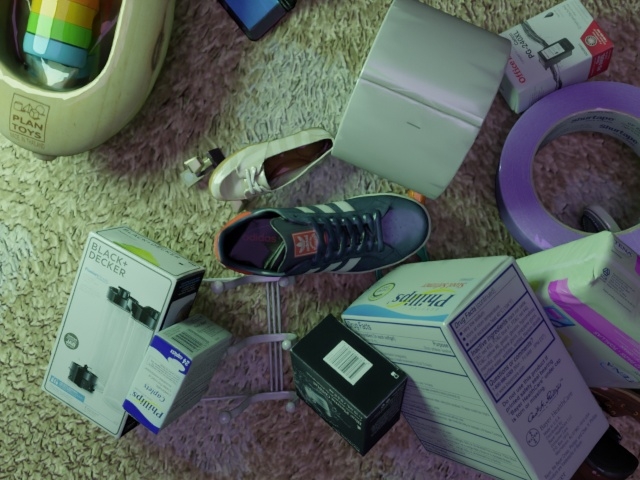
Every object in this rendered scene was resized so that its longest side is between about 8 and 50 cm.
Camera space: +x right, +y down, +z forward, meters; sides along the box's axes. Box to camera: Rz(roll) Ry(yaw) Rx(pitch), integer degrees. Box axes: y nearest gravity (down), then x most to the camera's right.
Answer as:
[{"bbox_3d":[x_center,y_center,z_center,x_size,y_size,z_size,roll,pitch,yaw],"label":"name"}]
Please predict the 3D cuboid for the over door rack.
[{"bbox_3d":[-0.201,0.177,0.962,0.324,0.108,0.239,-1,97,4],"label":"over door rack"}]

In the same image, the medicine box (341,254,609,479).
[{"bbox_3d":[0.210,0.184,0.826,0.149,0.263,0.289,-36,101,-24],"label":"medicine box"}]

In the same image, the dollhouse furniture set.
[{"bbox_3d":[-0.188,-0.079,0.947,0.081,0.091,0.114,-30,98,23],"label":"dollhouse furniture set"}]

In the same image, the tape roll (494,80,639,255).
[{"bbox_3d":[0.406,-0.091,0.851,0.275,0.090,0.275,-2,81,13],"label":"tape roll"}]

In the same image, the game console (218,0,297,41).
[{"bbox_3d":[-0.109,-0.413,0.891,0.085,0.124,0.144,-41,94,-19],"label":"game console"}]

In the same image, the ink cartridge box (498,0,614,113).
[{"bbox_3d":[0.341,-0.280,0.865,0.150,0.063,0.109,-26,67,7],"label":"ink cartridge box"}]

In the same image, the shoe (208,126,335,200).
[{"bbox_3d":[-0.075,-0.122,0.906,0.219,0.058,0.076,-27,119,-9],"label":"shoe"}]

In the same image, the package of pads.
[{"bbox_3d":[0.373,0.115,0.815,0.229,0.296,0.101,37,69,-8],"label":"package of pads"}]

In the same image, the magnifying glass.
[{"bbox_3d":[0.150,-0.013,0.953,0.092,0.026,0.231,11,97,3],"label":"magnifying glass"}]

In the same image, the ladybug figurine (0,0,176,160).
[{"bbox_3d":[-0.371,-0.341,0.869,0.305,0.162,0.449,21,102,-4],"label":"ladybug figurine"}]

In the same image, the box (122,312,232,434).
[{"bbox_3d":[-0.213,0.195,0.855,0.072,0.126,0.137,31,105,12],"label":"box"}]

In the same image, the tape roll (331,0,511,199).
[{"bbox_3d":[0.139,-0.201,0.819,0.169,0.246,0.246,23,99,0],"label":"tape roll"}]

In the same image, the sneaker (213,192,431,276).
[{"bbox_3d":[0.000,0.000,0.891,0.350,0.148,0.131,-9,91,8],"label":"sneaker"}]

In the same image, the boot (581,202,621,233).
[{"bbox_3d":[0.447,0.041,0.915,0.086,0.069,0.190,-28,95,1],"label":"boot"}]

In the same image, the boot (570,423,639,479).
[{"bbox_3d":[0.358,0.408,0.884,0.096,0.264,0.280,33,98,15],"label":"boot"}]

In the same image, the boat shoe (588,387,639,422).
[{"bbox_3d":[0.493,0.265,0.945,0.178,0.064,0.060,23,97,-2],"label":"boat shoe"}]

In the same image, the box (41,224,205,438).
[{"bbox_3d":[-0.316,0.140,0.904,0.169,0.087,0.290,28,105,13],"label":"box"}]

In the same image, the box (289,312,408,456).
[{"bbox_3d":[0.041,0.224,0.879,0.156,0.158,0.093,36,61,28],"label":"box"}]
